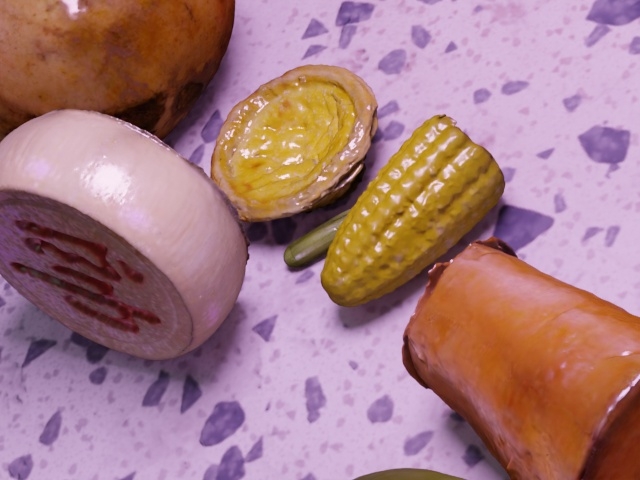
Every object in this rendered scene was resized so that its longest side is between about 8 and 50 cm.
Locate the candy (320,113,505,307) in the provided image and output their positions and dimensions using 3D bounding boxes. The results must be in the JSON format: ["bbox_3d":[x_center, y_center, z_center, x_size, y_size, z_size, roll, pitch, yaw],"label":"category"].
[{"bbox_3d":[0.076,-0.018,1.539,0.199,0.106,0.094,-45,31,0],"label":"candy"}]

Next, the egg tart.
[{"bbox_3d":[-0.022,-0.090,1.654,0.191,0.074,0.191,-14,55,21],"label":"egg tart"}]

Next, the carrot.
[{"bbox_3d":[0.181,0.114,1.341,0.196,0.196,0.254,-48,48,-7],"label":"carrot"}]

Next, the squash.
[{"bbox_3d":[0.000,0.000,1.614,0.083,0.027,0.027,-29,51,7],"label":"squash"}]

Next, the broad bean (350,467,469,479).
[{"bbox_3d":[0.050,0.280,1.315,0.291,0.119,0.238,-16,33,30],"label":"broad bean"}]

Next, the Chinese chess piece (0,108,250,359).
[{"bbox_3d":[-0.199,-0.004,1.565,0.270,0.270,0.112,10,54,33],"label":"Chinese chess piece"}]

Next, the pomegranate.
[{"bbox_3d":[-0.243,-0.221,1.712,0.322,0.322,0.322,-14,54,20],"label":"pomegranate"}]
